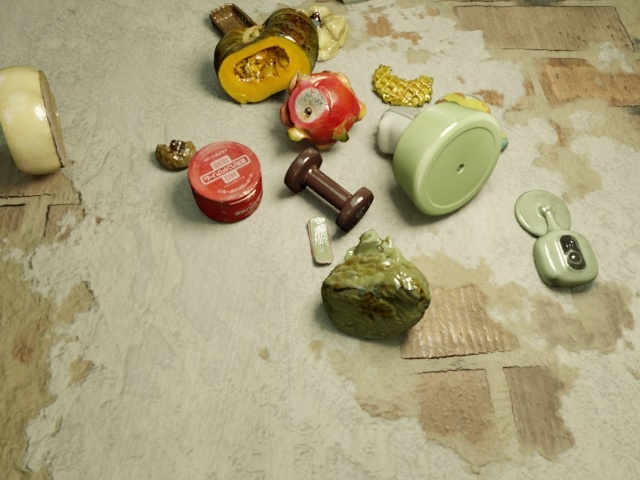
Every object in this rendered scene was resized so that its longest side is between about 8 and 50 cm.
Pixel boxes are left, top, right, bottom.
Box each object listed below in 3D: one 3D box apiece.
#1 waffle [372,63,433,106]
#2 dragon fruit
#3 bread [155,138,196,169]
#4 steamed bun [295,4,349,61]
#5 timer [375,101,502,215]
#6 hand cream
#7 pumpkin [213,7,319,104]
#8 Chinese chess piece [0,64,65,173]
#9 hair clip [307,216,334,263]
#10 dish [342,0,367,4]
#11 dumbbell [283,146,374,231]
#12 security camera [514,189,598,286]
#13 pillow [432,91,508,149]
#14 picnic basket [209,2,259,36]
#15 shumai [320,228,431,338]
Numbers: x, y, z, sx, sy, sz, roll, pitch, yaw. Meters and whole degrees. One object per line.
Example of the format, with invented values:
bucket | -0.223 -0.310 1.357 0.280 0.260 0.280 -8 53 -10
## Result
waffle | 0.258 -0.486 1.503 0.194 0.051 0.149 6 66 0
dragon fruit | 0.004 -0.366 1.341 0.224 0.227 0.224 0 91 22
bread | -0.401 -0.239 1.337 0.113 0.060 0.082 -10 63 -10
steamed bun | 0.001 -0.686 1.550 0.192 0.106 0.177 -37 74 -20
timer | 0.276 -0.264 1.312 0.290 0.291 0.315 -29 47 -16
hand cream | -0.247 -0.153 1.271 0.193 0.125 0.193 1 66 -2
pumpkin | -0.147 -0.518 1.398 0.317 0.222 0.139 -16 53 20
Chinese chess piece | -0.736 -0.305 1.230 0.112 0.270 0.270 -13 66 -22
hair clip | 0.000 0.000 1.270 0.054 0.022 0.137 -8 65 -8
dish | 0.105 -0.917 1.689 0.154 0.064 0.234 -13 67 -10
dumbbell | 0.022 -0.134 1.272 0.225 0.140 0.124 39 90 14
security camera | 0.632 -0.020 1.295 0.157 0.080 0.302 -5 62 -5
pillow | 0.439 -0.347 1.439 0.214 0.086 0.233 -9 62 -19
picnic basket | -0.268 -0.682 1.558 0.110 0.055 0.193 -36 71 -19
shumai | 0.137 0.101 1.171 0.255 0.189 0.218 -2 46 12
